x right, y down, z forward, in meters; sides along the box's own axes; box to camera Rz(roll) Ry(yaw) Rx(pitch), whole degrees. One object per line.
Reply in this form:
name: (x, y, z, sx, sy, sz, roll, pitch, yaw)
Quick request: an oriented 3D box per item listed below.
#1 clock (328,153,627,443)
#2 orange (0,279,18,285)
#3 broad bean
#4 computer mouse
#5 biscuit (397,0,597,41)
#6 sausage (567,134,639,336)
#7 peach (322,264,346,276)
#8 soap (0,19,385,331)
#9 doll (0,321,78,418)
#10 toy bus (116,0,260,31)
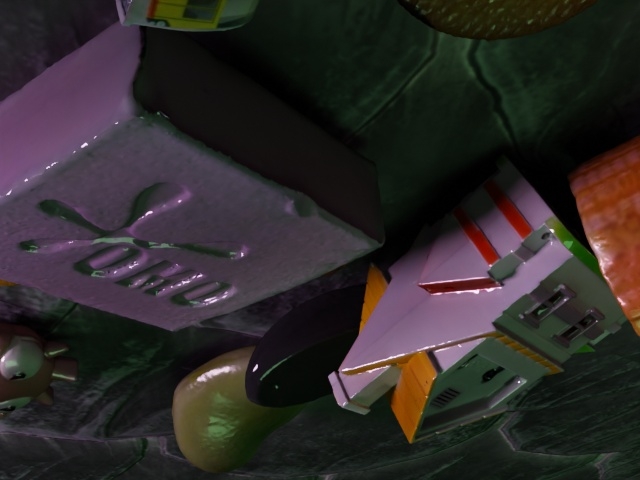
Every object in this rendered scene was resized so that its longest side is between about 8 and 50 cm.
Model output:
clock: (0.160, 0.086, 0.814, 0.309, 0.166, 0.235, -43, 136, 17)
orange: (-0.302, 0.007, 0.725, 0.085, 0.085, 0.085, -5, 147, -3)
broad bean: (-0.119, 0.230, 1.090, 0.189, 0.121, 0.263, 25, 121, -32)
computer mouse: (0.021, 0.123, 0.951, 0.270, 0.086, 0.137, -17, 138, -17)
biscuit: (0.107, -0.205, 0.525, 0.126, 0.025, 0.206, -30, 140, 30)
sausage: (0.408, -0.030, 0.670, 0.287, 0.233, 0.233, -27, 142, 27)
peach: (-0.002, -0.001, 0.773, 0.083, 0.083, 0.083, -5, 147, -3)
soap: (-0.137, -0.034, 0.643, 0.285, 0.107, 0.296, -24, 149, 32)
doll: (-0.416, 0.166, 0.931, 0.211, 0.093, 0.262, 3, 143, -27)
toy bus: (-0.044, -0.232, 0.402, 0.106, 0.092, 0.268, 1, 147, -30)
